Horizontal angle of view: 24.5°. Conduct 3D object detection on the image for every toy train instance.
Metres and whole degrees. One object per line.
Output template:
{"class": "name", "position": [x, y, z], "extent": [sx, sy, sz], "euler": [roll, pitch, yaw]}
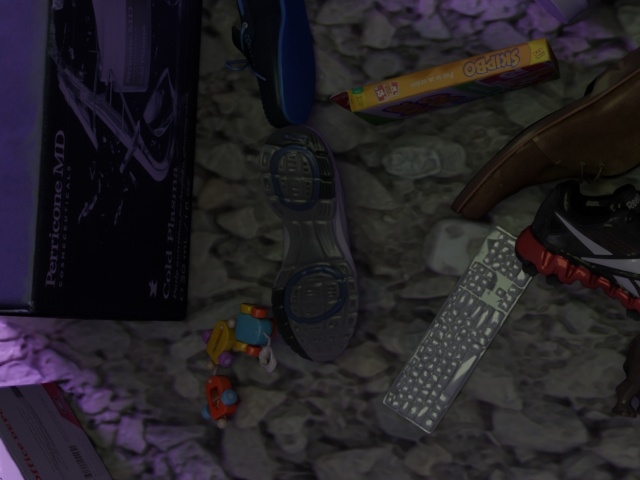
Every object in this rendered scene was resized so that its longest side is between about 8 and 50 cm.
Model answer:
{"class": "toy train", "position": [-0.093, 0.149, 1.802], "extent": [0.166, 0.046, 0.125], "euler": [-43, 55, 42]}

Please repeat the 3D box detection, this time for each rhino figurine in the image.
{"class": "rhino figurine", "position": [0.458, 0.160, 1.662], "extent": [0.243, 0.073, 0.106], "euler": [7, 90, 13]}

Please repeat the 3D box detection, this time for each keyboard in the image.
{"class": "keyboard", "position": [0.171, 0.107, 1.770], "extent": [0.072, 0.014, 0.256], "euler": [33, 95, 14]}

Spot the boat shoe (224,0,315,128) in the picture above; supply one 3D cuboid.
{"class": "boat shoe", "position": [-0.064, -0.251, 1.826], "extent": [0.089, 0.109, 0.258], "euler": [-14, 65, 24]}

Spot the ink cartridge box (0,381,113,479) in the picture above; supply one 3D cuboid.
{"class": "ink cartridge box", "position": [-0.365, 0.262, 1.792], "extent": [0.092, 0.218, 0.158], "euler": [-35, 78, 10]}

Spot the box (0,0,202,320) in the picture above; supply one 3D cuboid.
{"class": "box", "position": [-0.346, -0.151, 1.688], "extent": [0.297, 0.472, 0.480], "euler": [2, 87, 15]}

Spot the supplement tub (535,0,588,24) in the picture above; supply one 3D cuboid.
{"class": "supplement tub", "position": [0.323, -0.422, 1.659], "extent": [0.316, 0.228, 0.228], "euler": [-45, 77, 7]}

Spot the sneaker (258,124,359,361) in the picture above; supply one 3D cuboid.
{"class": "sneaker", "position": [0.000, 0.000, 1.777], "extent": [0.111, 0.129, 0.297], "euler": [0, 104, 13]}

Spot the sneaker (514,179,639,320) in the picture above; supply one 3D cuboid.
{"class": "sneaker", "position": [0.363, 0.014, 1.667], "extent": [0.276, 0.097, 0.135], "euler": [23, 116, 13]}

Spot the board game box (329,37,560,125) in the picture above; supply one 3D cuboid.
{"class": "board game box", "position": [0.148, -0.182, 1.740], "extent": [0.259, 0.124, 0.039], "euler": [-11, 84, 14]}

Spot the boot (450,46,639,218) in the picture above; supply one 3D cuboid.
{"class": "boot", "position": [0.293, -0.101, 1.712], "extent": [0.305, 0.112, 0.115], "euler": [-35, 89, 8]}
